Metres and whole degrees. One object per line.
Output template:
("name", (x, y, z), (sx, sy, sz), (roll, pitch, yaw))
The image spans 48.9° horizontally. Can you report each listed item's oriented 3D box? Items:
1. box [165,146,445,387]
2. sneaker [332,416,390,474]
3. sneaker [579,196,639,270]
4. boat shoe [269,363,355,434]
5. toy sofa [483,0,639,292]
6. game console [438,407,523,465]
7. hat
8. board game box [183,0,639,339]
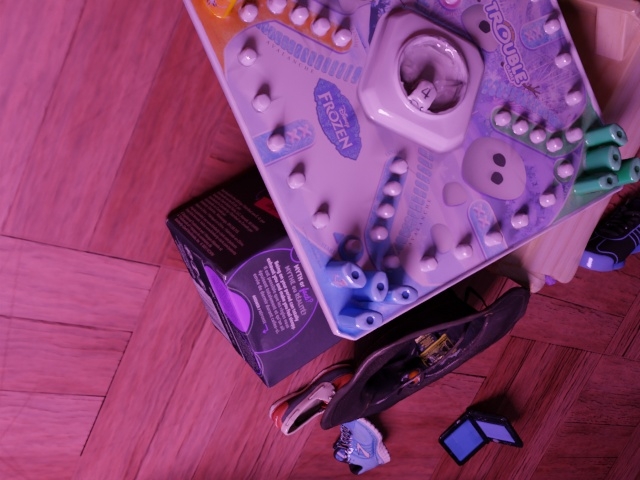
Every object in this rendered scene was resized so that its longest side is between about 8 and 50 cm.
("box", (0.000, 0.000, 0.767), (0.270, 0.143, 0.165), (-31, 129, -19))
("sneaker", (0.051, 0.296, 1.029), (0.073, 0.063, 0.162), (-34, 130, -12))
("sneaker", (0.502, -0.020, 1.169), (0.232, 0.081, 0.091), (-18, 122, -36))
("boat shoe", (-0.003, 0.216, 0.957), (0.137, 0.043, 0.049), (-27, 126, -23))
("toy sofa", (0.295, -0.126, 0.906), (0.177, 0.150, 0.363), (12, 107, -43))
("game console", (0.281, 0.351, 1.223), (0.122, 0.107, 0.071), (52, 52, -42))
("hat", (0.110, 0.106, 0.895), (0.331, 0.134, 0.331), (-26, 158, -11))
("board game box", (0.109, -0.160, 0.684), (0.390, 0.050, 0.390), (-26, 95, -21))
